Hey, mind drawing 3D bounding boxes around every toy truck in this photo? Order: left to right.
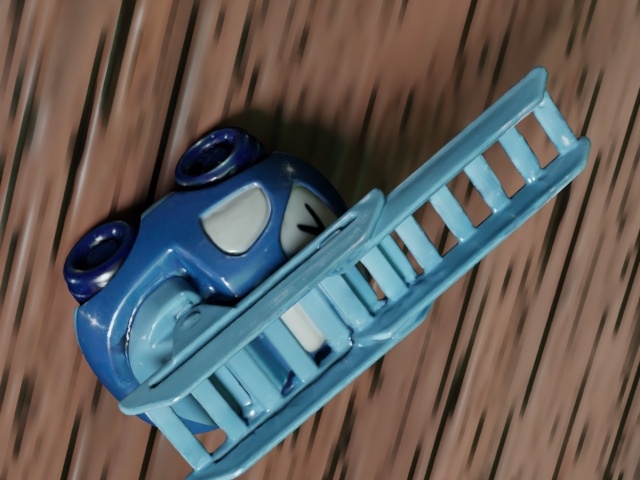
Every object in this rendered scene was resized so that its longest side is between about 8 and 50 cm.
[{"bbox_3d":[0.000,0.000,0.511,0.136,0.074,0.063,-42,122,-6],"label":"toy truck"}]
